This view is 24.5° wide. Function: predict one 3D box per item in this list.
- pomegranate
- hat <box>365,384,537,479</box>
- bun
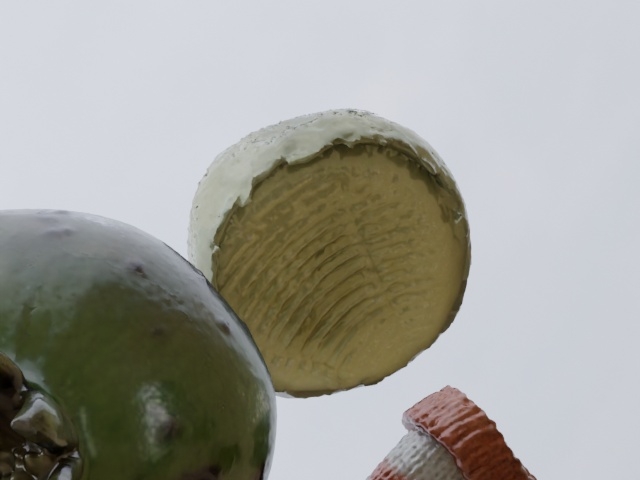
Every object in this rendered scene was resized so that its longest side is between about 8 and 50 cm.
[{"bbox_3d":[-0.128,0.099,0.741,0.242,0.306,0.242,-2,-84,-24],"label":"pomegranate"},{"bbox_3d":[0.047,0.170,0.871,0.162,0.093,0.112,-39,-71,-9],"label":"hat"},{"bbox_3d":[0.000,0.000,1.274,0.259,0.152,0.259,-6,-69,-17],"label":"bun"}]
